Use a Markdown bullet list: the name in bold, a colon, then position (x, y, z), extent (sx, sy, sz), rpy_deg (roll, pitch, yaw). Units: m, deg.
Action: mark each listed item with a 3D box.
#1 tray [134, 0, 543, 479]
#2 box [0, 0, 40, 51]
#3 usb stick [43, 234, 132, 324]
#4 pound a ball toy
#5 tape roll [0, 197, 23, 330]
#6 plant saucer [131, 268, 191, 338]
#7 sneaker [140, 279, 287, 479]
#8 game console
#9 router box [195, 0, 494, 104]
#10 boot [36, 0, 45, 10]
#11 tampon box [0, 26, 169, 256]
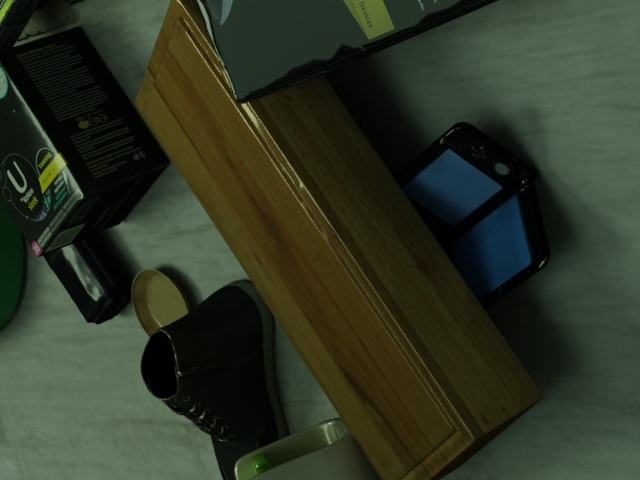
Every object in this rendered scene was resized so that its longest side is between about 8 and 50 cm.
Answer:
- **tray**: position (0.000, 0.000, 1.475), extent (0.411, 0.076, 0.203), rpy_deg (55, 156, 10)
- **box**: position (-0.325, -0.273, 1.697), extent (0.184, 0.045, 0.190), rpy_deg (46, 121, 15)
- **usb stick**: position (-0.276, -0.041, 1.819), extent (0.278, 0.045, 0.077), rpy_deg (55, 146, 12)
- **pound a ball toy**: position (0.049, 0.321, 1.552), extent (0.208, 0.136, 0.319), rpy_deg (-163, 50, -83)
- **tape roll**: position (-0.445, -0.028, 1.976), extent (0.321, 0.077, 0.321), rpy_deg (21, 121, 38)
- **plant saucer**: position (-0.146, 0.064, 1.752), extent (0.083, 0.015, 0.083), rpy_deg (24, 126, 38)
- **sneaker**: position (-0.101, 0.154, 1.669), extent (0.083, 0.118, 0.222), rpy_deg (15, 120, 42)
- **game console**: position (0.106, -0.012, 1.391), extent (0.107, 0.071, 0.122), rpy_deg (35, 140, -12)
- **router box**: position (-0.002, -0.282, 1.304), extent (0.243, 0.081, 0.308), rpy_deg (-20, 94, 27)
- **boot**: position (-0.309, -0.253, 1.745), extent (0.121, 0.045, 0.099), rpy_deg (-14, 95, 43)
- **tampon box**: position (-0.242, -0.091, 1.710), extent (0.161, 0.101, 0.120), rpy_deg (56, 139, 11)
